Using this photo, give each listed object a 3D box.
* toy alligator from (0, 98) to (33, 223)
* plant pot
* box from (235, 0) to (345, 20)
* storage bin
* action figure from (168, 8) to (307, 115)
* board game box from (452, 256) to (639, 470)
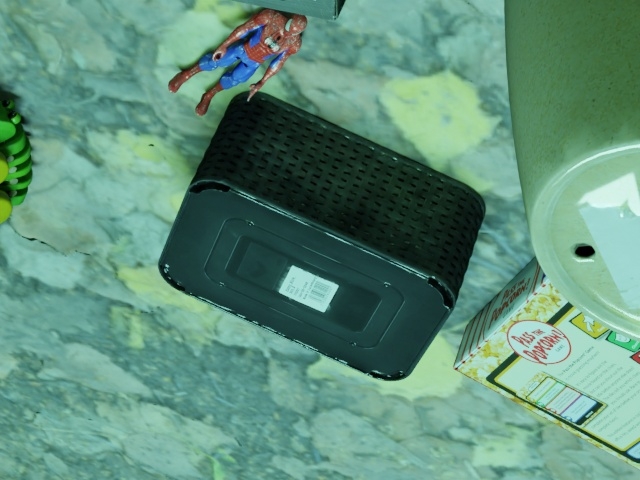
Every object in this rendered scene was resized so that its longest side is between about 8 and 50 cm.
[{"bbox_3d":[-0.220,-0.071,1.186,0.051,0.056,0.189,-17,143,-19],"label":"toy alligator"},{"bbox_3d":[0.186,-0.091,0.792,0.256,0.274,0.256,13,141,11],"label":"plant pot"},{"bbox_3d":[-0.069,-0.232,0.921,0.183,0.056,0.231,13,140,12],"label":"box"},{"bbox_3d":[0.000,0.000,1.134,0.180,0.084,0.122,25,141,-2],"label":"storage bin"},{"bbox_3d":[-0.046,-0.110,1.075,0.038,0.030,0.115,44,135,-17],"label":"action figure"},{"bbox_3d":[0.206,0.082,1.162,0.193,0.045,0.147,29,141,-9],"label":"board game box"}]
